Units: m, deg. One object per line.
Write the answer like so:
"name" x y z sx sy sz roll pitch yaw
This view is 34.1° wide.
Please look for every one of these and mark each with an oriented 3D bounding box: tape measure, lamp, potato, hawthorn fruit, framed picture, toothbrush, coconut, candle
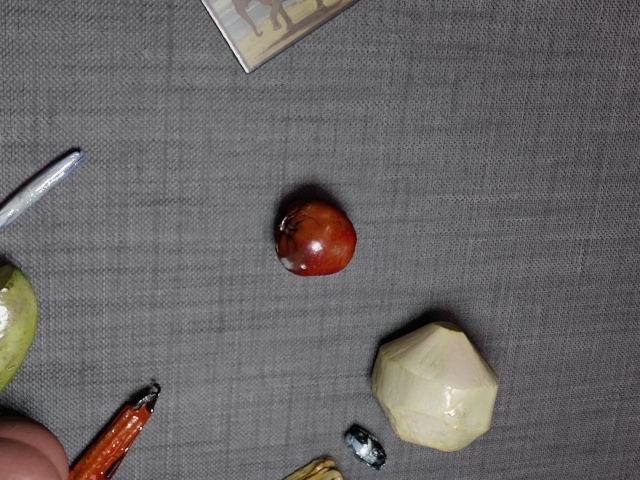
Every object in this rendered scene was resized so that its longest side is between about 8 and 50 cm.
"tape measure" 0.094 0.422 2.120 0.094 0.091 0.054 43 92 4
"lamp" -0.580 0.428 1.782 0.239 0.305 0.305 42 93 -16
"potato" -0.587 0.172 1.768 0.176 0.141 0.298 28 92 -38
"hawthorn fruit" 0.000 0.000 1.899 0.172 0.148 0.148 21 103 -33
"framed picture" -0.104 -0.487 1.742 0.265 0.016 0.347 -33 117 -4
"toothbrush" -0.559 -0.017 1.758 0.413 0.042 0.035 -41 117 -2
"coconut" 0.228 0.278 2.033 0.259 0.259 0.259 -7 112 -16
"candle" -0.388 0.390 1.963 0.084 0.059 0.301 32 100 -39

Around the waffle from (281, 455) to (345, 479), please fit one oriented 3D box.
"waffle" -0.079 0.633 2.130 0.376 0.114 0.261 -29 117 -6
